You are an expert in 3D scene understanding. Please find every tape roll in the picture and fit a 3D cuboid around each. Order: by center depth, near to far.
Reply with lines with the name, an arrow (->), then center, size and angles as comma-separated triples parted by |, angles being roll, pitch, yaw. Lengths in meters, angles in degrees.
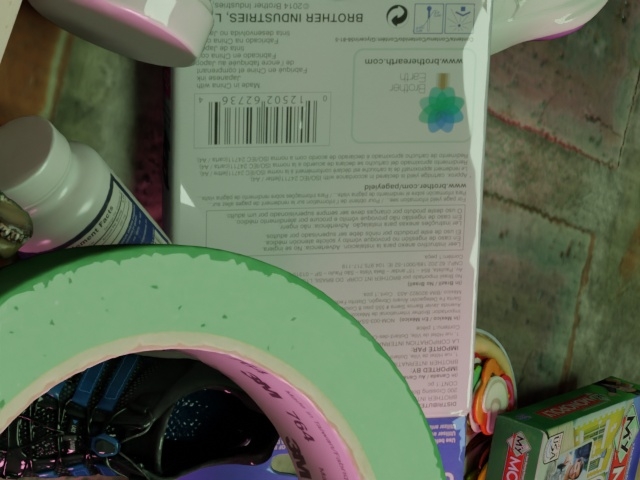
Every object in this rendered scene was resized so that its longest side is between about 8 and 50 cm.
tape roll -> -0.088, 0.162, 0.860 | 0.321, 0.077, 0.321 | 0, 90, -29

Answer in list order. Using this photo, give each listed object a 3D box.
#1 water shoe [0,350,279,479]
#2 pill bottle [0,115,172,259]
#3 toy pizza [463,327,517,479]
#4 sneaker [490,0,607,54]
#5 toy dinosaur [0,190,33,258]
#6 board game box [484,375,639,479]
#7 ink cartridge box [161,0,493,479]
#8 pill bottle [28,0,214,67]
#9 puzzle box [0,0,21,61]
water shoe -> -0.115, 0.092, 0.931 | 0.203, 0.080, 0.073 | -4, 104, -33
pill bottle -> -0.131, -0.010, 0.928 | 0.067, 0.067, 0.120 | -61, 141, -22
toy pizza -> 0.104, 0.166, 1.333 | 0.201, 0.032, 0.201 | -20, 116, -50
sneaker -> 0.105, -0.195, 1.158 | 0.305, 0.114, 0.152 | -35, 128, -44
toy dinosaur -> -0.250, -0.008, 0.777 | 0.268, 0.064, 0.118 | 22, 78, -50
board game box -> 0.180, 0.280, 1.427 | 0.213, 0.046, 0.317 | -8, 111, -56
ink cartridge box -> 0.000, 0.000, 1.035 | 0.185, 0.065, 0.311 | -2, 102, -12
pill bottle -> -0.060, -0.226, 0.894 | 0.146, 0.146, 0.264 | 33, 72, -53
puzzle box -> -0.221, -0.187, 0.709 | 0.272, 0.052, 0.409 | 30, 71, -44
